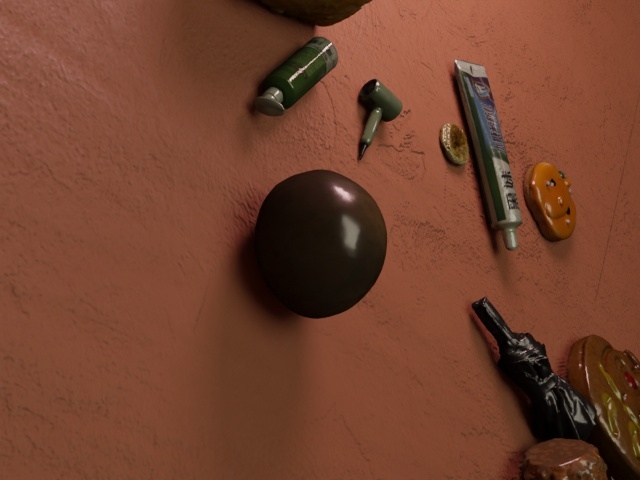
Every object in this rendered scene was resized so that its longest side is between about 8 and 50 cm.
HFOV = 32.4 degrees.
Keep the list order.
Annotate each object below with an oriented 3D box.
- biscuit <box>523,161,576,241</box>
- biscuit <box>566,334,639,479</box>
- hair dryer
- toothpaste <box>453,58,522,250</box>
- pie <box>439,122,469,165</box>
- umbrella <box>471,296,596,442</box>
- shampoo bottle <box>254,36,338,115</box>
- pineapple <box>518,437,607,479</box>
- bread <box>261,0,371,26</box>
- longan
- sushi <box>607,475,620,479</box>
[{"bbox_3d":[0.488,-0.088,2.289,0.170,0.050,0.170,21,60,-44],"label":"biscuit"},{"bbox_3d":[0.638,0.350,2.214,0.394,0.070,0.350,41,35,-22],"label":"biscuit"},{"bbox_3d":[0.087,-0.200,1.890,0.071,0.047,0.150,38,60,-31],"label":"hair dryer"},{"bbox_3d":[0.330,-0.167,2.130,0.098,0.061,0.392,3,71,-46],"label":"toothpaste"},{"bbox_3d":[0.254,-0.181,2.081,0.084,0.020,0.084,22,59,-42],"label":"pie"},{"bbox_3d":[0.384,0.240,2.013,0.340,0.118,0.118,51,43,-14],"label":"umbrella"},{"bbox_3d":[-0.040,-0.254,1.738,0.065,0.065,0.204,58,41,-15],"label":"shampoo bottle"},{"bbox_3d":[0.454,0.528,1.944,0.169,0.169,0.340,-21,99,-51],"label":"pineapple"},{"bbox_3d":[-0.002,-0.572,1.759,0.239,0.264,0.395,13,67,-41],"label":"bread"},{"bbox_3d":[0.000,0.000,1.586,0.196,0.196,0.220,20,58,-43],"label":"longan"},{"bbox_3d":[0.557,0.510,2.093,0.084,0.094,0.098,46,29,-28],"label":"sushi"}]
